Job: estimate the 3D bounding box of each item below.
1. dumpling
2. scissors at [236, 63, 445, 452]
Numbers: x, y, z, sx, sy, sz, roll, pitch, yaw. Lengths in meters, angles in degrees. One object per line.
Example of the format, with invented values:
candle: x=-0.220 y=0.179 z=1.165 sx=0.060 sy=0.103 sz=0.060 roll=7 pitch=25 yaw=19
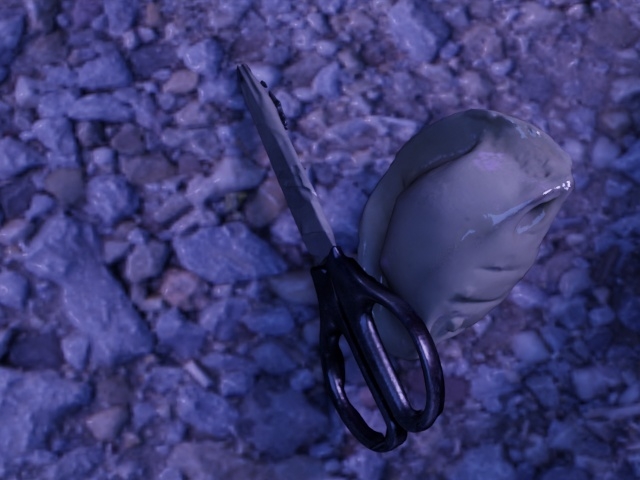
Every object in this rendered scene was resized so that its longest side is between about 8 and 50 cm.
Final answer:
dumpling: x=0.079 y=-0.012 z=0.702 sx=0.100 sy=0.169 sz=0.134 roll=-9 pitch=47 yaw=-39
scissors: x=0.000 y=0.000 z=0.712 sx=0.022 sy=0.109 sz=0.300 roll=-8 pitch=66 yaw=-38
